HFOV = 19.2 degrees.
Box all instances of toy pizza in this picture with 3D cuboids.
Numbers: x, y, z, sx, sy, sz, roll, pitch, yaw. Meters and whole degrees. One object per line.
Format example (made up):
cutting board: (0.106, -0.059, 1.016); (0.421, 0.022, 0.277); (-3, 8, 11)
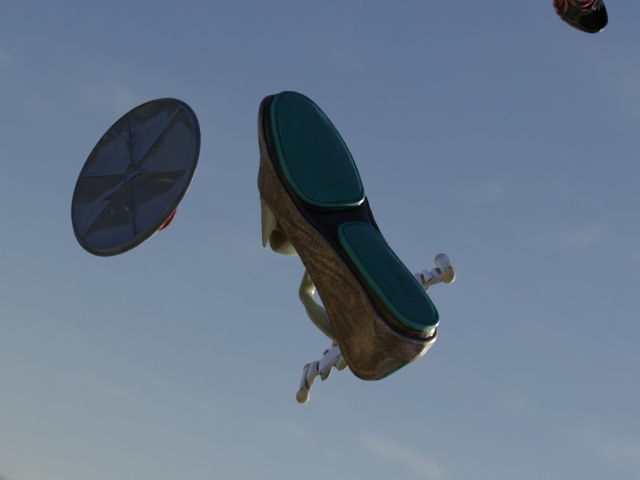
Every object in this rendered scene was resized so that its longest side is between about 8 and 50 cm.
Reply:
toy pizza: (-0.204, -0.069, 2.133); (0.201, 0.201, 0.032); (11, -18, 48)

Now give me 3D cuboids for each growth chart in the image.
growth chart: (0.058, 0.093, 2.069); (0.021, 0.237, 0.172); (48, 13, -5)

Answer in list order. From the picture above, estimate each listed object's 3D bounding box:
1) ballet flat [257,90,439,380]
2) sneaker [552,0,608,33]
ballet flat: (0.000, 0.000, 1.763); (0.107, 0.106, 0.316); (5, 45, -39)
sneaker: (0.247, -0.246, 1.828); (0.119, 0.047, 0.057); (53, -6, -27)
